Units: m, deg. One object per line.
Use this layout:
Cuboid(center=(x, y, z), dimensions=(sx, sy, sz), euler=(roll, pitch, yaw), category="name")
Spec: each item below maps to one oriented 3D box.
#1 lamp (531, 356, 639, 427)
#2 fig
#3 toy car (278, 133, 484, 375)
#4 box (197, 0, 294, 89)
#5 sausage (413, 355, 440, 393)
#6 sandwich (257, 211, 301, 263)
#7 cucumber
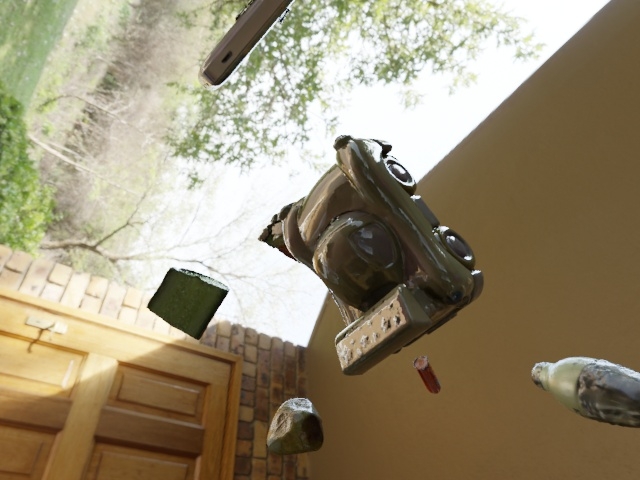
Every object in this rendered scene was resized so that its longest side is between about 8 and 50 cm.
Cuboid(center=(0.456, 0.243, 0.733), dimensions=(0.250, 0.101, 0.101), euler=(-9, -120, 65), category="lamp")
Cuboid(center=(-0.071, 0.527, 1.248), dimensions=(0.166, 0.154, 0.144), euler=(-43, 167, 4), category="fig")
Cuboid(center=(0.066, 0.017, 0.741), dimensions=(0.242, 0.226, 0.336), euler=(-48, -112, 37), category="toy car")
Cuboid(center=(-0.048, -0.296, 0.541), dimensions=(0.285, 0.044, 0.142), euler=(-50, -156, 2), category="box")
Cuboid(center=(0.299, 0.378, 1.241), dimensions=(0.048, 0.145, 0.050), euler=(-41, -147, -18), category="sausage")
Cuboid(center=(0.005, -0.006, 1.247), dimensions=(0.292, 0.212, 0.109), euler=(-7, -126, 33), category="sandwich")
Cuboid(center=(-0.242, 0.110, 0.840), dimensions=(0.115, 0.116, 0.062), euler=(-59, 178, -2), category="cucumber")
